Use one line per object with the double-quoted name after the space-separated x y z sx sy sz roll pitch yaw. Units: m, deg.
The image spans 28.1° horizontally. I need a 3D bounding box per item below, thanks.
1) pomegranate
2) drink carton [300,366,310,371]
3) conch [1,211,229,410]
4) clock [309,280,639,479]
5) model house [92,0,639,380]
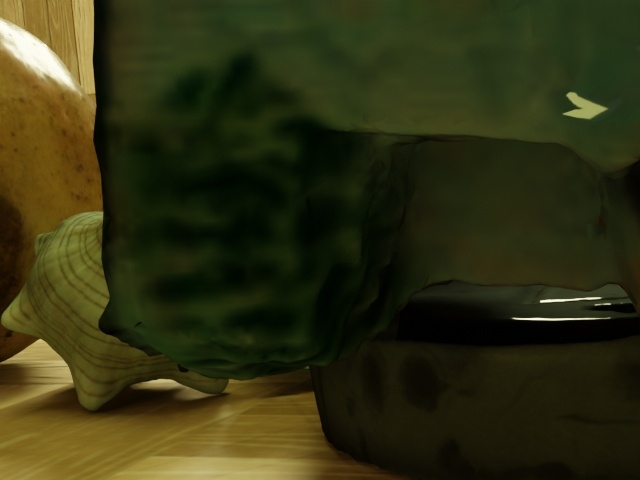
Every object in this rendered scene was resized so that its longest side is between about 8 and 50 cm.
-0.281 -0.027 0.875 0.281 0.281 0.281 -5 4 0 "pomegranate"
-0.007 0.015 0.800 0.146 0.144 0.142 8 -11 -16 "drink carton"
-0.118 0.044 0.746 0.114 0.137 0.234 -34 4 -15 "conch"
0.152 0.046 0.608 0.325 0.067 0.325 -6 4 0 "clock"
0.136 -0.105 0.482 0.339 0.297 0.360 1 7 14 "model house"
